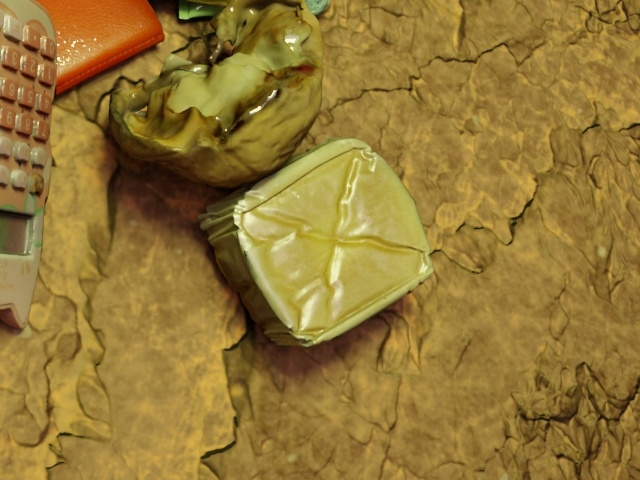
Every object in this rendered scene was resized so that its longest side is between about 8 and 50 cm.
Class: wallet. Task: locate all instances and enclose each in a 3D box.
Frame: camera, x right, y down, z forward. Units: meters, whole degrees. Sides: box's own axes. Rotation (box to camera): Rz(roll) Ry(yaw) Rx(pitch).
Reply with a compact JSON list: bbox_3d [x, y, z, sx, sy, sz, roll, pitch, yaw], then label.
[{"bbox_3d":[-0.281,-0.226,1.215,0.204,0.045,0.142,-34,92,-26],"label":"wallet"}]

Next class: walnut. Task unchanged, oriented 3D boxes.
[{"bbox_3d":[-0.082,-0.133,1.173,0.238,0.204,0.141,-42,132,-15],"label":"walnut"}]

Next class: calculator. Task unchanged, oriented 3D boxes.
[{"bbox_3d":[-0.301,-0.082,1.077,0.048,0.220,0.329,7,88,10],"label":"calculator"}]

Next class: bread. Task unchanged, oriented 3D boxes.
[{"bbox_3d":[-0.002,0.001,1.238,0.210,0.110,0.192,-34,97,-26],"label":"bread"}]

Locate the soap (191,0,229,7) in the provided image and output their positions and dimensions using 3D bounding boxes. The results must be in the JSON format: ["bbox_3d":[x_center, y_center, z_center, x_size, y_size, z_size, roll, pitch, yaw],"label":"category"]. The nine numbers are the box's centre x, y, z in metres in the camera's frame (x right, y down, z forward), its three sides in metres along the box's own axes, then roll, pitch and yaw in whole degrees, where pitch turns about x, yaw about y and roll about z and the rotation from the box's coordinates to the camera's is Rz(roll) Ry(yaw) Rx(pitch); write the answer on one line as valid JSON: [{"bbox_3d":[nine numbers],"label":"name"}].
[{"bbox_3d":[-0.204,-0.313,1.223,0.252,0.037,0.092,7,72,-27],"label":"soap"}]

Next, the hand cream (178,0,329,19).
[{"bbox_3d":[-0.076,-0.290,1.320,0.175,0.046,0.095,-1,78,-17],"label":"hand cream"}]
